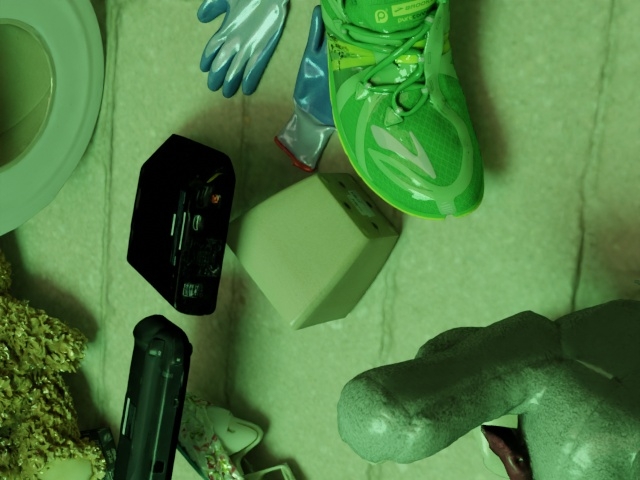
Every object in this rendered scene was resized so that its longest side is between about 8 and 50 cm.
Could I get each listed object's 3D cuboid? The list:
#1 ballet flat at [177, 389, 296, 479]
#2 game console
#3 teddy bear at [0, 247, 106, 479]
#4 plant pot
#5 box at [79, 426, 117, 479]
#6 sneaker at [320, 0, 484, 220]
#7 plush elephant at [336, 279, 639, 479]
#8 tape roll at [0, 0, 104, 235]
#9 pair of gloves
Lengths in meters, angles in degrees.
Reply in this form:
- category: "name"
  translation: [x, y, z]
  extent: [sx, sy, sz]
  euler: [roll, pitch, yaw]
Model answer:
- category: "ballet flat"
  translation: [-0.071, 0.223, 1.152]
  extent: [0.077, 0.091, 0.241]
  euler: [-36, 82, 3]
- category: "game console"
  translation: [-0.145, 0.088, 1.085]
  extent: [0.213, 0.044, 0.361]
  euler: [-151, 70, -68]
- category: "teddy bear"
  translation: [-0.342, 0.138, 1.293]
  extent: [0.338, 0.113, 0.245]
  euler: [48, 130, 15]
- category: "plant pot"
  translation: [0.000, 0.000, 1.033]
  extent: [0.096, 0.109, 0.109]
  euler: [-44, 75, 22]
- category: "box"
  translation: [-0.244, 0.246, 1.300]
  extent: [0.067, 0.018, 0.083]
  euler: [-16, 91, 36]
- category: "sneaker"
  translation: [0.052, -0.154, 0.935]
  extent: [0.109, 0.123, 0.295]
  euler: [-18, 90, -3]
- category: "plush elephant"
  translation: [0.193, 0.172, 0.857]
  extent: [0.272, 0.330, 0.255]
  euler: [27, 137, 29]
- category: "tape roll"
  translation: [-0.332, -0.144, 1.115]
  extent: [0.100, 0.286, 0.286]
  euler: [22, 112, 30]
- category: "pair of gloves"
  translation: [-0.031, -0.166, 1.064]
  extent: [0.198, 0.023, 0.159]
  euler: [42, 120, 19]
